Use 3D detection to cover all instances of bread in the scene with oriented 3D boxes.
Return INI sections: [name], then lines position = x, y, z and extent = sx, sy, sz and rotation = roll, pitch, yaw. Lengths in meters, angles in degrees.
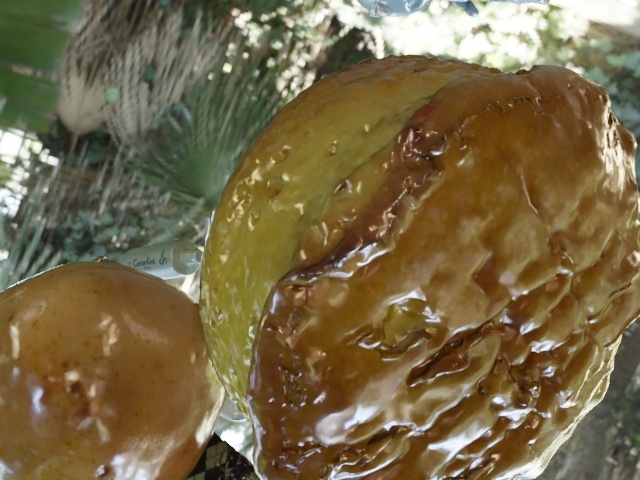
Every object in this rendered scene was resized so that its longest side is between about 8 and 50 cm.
[bread]
position = 0.086, 0.036, 0.695
extent = 0.398, 0.398, 0.215
rotation = 12, -167, -40

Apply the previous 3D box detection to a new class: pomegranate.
[pomegranate]
position = -0.333, 0.200, 1.316
extent = 0.411, 0.412, 0.411
rotation = 22, -167, -5

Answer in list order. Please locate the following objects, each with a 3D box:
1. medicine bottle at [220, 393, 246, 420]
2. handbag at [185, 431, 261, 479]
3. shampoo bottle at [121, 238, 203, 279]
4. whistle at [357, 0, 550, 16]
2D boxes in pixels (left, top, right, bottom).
[medicine bottle]
position = -0.109, 0.237, 1.714
extent = 0.144, 0.145, 0.252
rotation = 28, -152, 22
[handbag]
position = -0.081, 0.522, 1.390
extent = 0.416, 0.180, 0.317
rotation = 29, -124, 9
[shampoo bottle]
position = -0.351, 0.046, 2.016
extent = 0.085, 0.085, 0.262
rotation = 12, 166, -42
[whistle]
position = 0.161, -0.384, 1.275
extent = 0.346, 0.142, 0.133
rotation = 13, -149, 27
